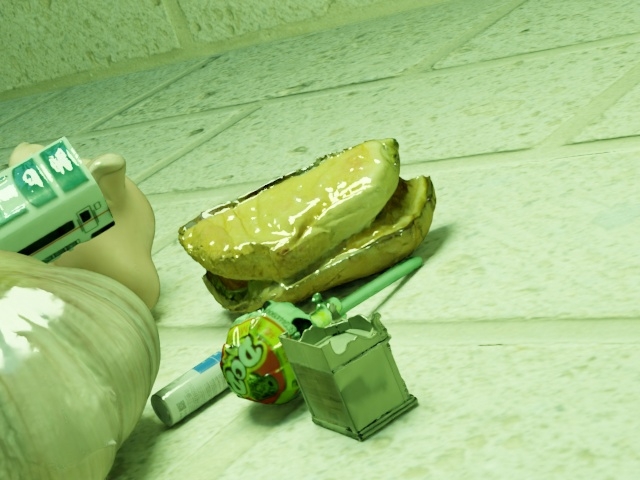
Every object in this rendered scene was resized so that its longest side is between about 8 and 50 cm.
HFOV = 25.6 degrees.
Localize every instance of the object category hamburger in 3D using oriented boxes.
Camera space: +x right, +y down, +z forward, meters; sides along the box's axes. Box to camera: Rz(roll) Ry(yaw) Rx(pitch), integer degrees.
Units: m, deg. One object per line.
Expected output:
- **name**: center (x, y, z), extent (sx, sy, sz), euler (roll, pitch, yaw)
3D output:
- **hamburger**: center (0.000, 0.000, 1.427), extent (0.262, 0.124, 0.131), euler (-26, 35, 1)

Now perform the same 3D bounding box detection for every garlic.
- **garlic**: center (-0.291, 0.133, 1.202), extent (0.322, 0.241, 0.322), euler (-29, 32, 20)

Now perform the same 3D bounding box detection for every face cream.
- **face cream**: center (-0.095, 0.122, 1.284), extent (0.130, 0.034, 0.034), euler (-32, 20, -32)

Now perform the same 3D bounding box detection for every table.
- **table**: center (0.021, 0.101, 1.119), extent (0.062, 0.083, 0.079), euler (-31, 18, -25)

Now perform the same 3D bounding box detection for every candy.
- **candy**: center (0.017, 0.062, 1.282), extent (0.305, 0.083, 0.091), euler (-30, -20, -50)

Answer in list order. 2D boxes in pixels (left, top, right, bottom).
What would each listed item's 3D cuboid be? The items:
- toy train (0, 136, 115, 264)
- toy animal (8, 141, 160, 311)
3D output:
- **toy train**: center (-0.396, 0.041, 1.346), extent (0.407, 0.086, 0.088), euler (-32, -21, -12)
- **toy animal**: center (-0.329, 0.019, 1.530), extent (0.326, 0.269, 0.237), euler (16, -2, -34)
